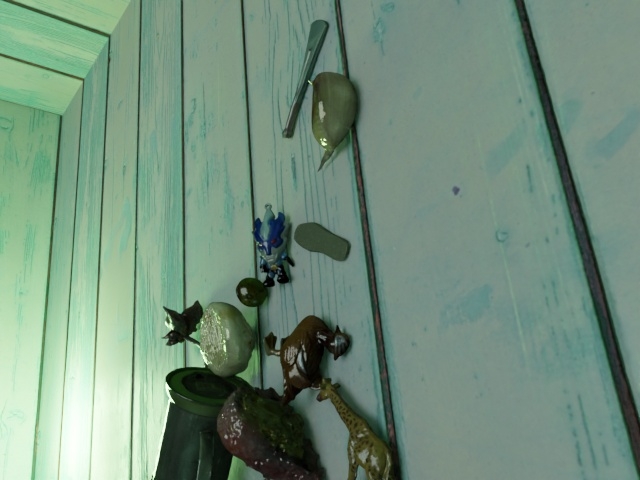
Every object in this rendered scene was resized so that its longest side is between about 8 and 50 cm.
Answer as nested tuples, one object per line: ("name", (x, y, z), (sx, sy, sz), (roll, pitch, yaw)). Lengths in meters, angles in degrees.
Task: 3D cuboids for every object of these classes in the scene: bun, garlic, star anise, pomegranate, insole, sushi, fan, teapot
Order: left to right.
("star anise", (-0.329, 0.285, 1.524), (0.228, 0.148, 0.218), (31, 73, 25))
("teapot", (-0.274, 0.484, 1.296), (0.270, 0.201, 0.336), (-147, 69, -70))
("bun", (-0.208, 0.226, 1.363), (0.183, 0.102, 0.183), (7, 99, 55))
("pomegranate", (-0.165, 0.117, 1.358), (0.085, 0.073, 0.073), (28, 104, 52))
("sushi", (-0.108, 0.385, 1.140), (0.107, 0.162, 0.241), (-58, 40, 24))
("fan", (-0.038, -0.372, 1.354), (0.057, 0.023, 0.281), (22, 99, 44))
("insole", (0.000, 0.000, 1.219), (0.192, 0.010, 0.063), (23, 101, 52))
("garlic", (0.019, -0.256, 1.214), (0.129, 0.091, 0.198), (154, 113, -64))

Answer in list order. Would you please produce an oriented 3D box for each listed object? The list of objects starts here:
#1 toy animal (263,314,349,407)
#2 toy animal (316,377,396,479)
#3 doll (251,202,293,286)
("toy animal", (-0.025, 0.240, 1.141), (0.179, 0.089, 0.188), (2, 78, 38))
("toy animal", (0.062, 0.357, 1.013), (0.149, 0.054, 0.275), (-45, 51, 42))
("doll", (-0.109, 0.007, 1.320), (0.096, 0.070, 0.195), (-14, 70, 19))
